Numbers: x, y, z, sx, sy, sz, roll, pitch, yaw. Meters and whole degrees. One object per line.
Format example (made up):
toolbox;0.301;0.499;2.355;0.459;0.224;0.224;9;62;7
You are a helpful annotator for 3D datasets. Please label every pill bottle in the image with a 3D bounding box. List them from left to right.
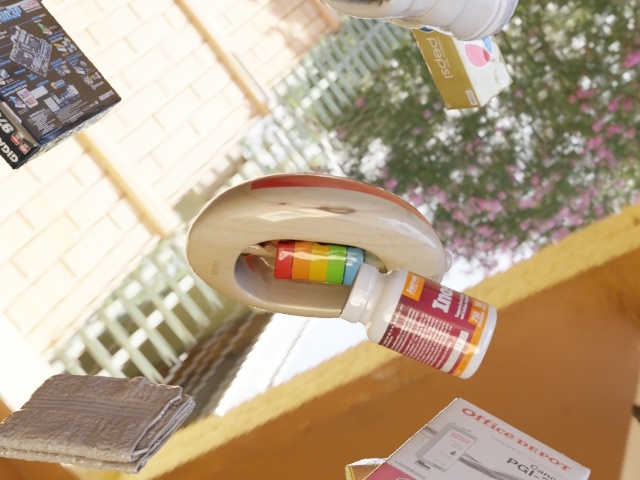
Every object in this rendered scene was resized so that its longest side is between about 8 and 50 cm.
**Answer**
pill bottle;0.102;0.081;1.144;0.086;0.152;0.086;-158;-90;-89

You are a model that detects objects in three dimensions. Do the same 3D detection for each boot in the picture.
boot;0.023;-0.224;0.796;0.258;0.123;0.095;40;-61;45

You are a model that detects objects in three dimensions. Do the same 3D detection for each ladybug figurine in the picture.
ladybug figurine;0.000;0.000;1.833;0.305;0.449;0.162;105;-10;-50

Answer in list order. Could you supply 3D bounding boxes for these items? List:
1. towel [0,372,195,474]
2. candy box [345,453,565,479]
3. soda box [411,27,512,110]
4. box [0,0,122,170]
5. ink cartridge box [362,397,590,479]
towel;-0.346;0.269;1.622;0.282;0.049;0.187;1;-155;23
candy box;0.200;0.409;1.569;0.316;0.183;0.087;-6;174;23
soda box;0.144;-0.239;1.199;0.061;0.181;0.058;-39;-156;-29
box;-0.342;-0.190;1.243;0.051;0.175;0.220;-36;-171;25
ink cartridge box;0.179;0.331;1.328;0.283;0.207;0.117;-26;138;-55
